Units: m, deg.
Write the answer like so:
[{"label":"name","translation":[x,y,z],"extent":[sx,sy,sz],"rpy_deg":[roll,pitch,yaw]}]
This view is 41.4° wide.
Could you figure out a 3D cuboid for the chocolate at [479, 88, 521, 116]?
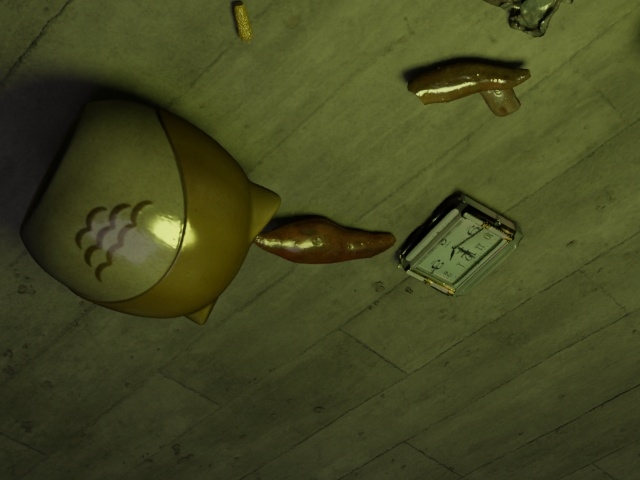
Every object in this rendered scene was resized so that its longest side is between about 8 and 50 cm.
[{"label":"chocolate","translation":[0.367,-0.289,1.733],"extent":[0.064,0.031,0.101],"rpy_deg":[-23,128,23]}]

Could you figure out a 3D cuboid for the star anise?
[{"label":"star anise","translation":[0.404,-0.458,1.509],"extent":[0.198,0.111,0.257],"rpy_deg":[7,158,-37]}]

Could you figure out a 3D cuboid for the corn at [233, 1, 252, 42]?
[{"label":"corn","translation":[-0.148,-0.413,1.617],"extent":[0.027,0.028,0.083],"rpy_deg":[-12,131,0]}]

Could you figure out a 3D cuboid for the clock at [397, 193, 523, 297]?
[{"label":"clock","translation":[0.322,0.011,1.961],"extent":[0.186,0.083,0.253],"rpy_deg":[27,126,-23]}]

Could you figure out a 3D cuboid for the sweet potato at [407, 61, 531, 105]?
[{"label":"sweet potato","translation":[0.291,-0.319,1.682],"extent":[0.243,0.077,0.077],"rpy_deg":[-11,131,1]}]

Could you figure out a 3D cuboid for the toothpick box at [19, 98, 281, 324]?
[{"label":"toothpick box","translation":[-0.340,-0.050,1.697],"extent":[0.425,0.409,0.409],"rpy_deg":[28,125,-21]}]

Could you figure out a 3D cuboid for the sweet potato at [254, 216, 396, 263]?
[{"label":"sweet potato","translation":[-0.005,0.001,1.932],"extent":[0.359,0.112,0.112],"rpy_deg":[3,134,-27]}]
